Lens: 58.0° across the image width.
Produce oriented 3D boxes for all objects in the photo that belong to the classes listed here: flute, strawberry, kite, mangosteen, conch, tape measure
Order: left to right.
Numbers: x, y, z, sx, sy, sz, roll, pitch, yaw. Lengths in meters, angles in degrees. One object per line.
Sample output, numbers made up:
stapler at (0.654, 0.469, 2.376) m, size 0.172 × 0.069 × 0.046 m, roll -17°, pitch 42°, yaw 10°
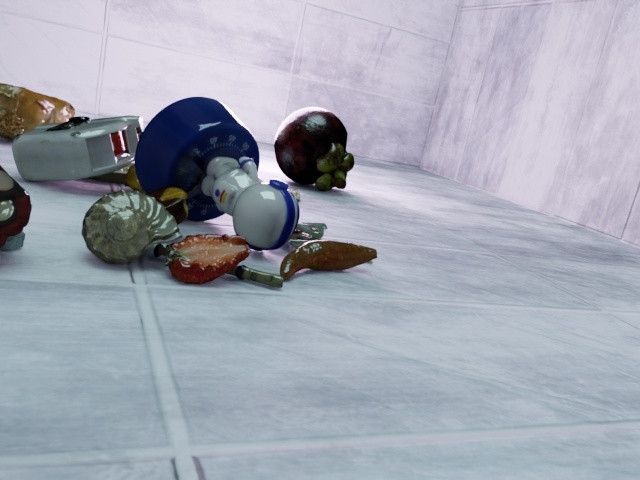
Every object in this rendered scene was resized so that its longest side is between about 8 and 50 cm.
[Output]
tape measure at (-0.577, -0.229, 1.397) m, size 0.258 × 0.130 × 0.265 m, roll -3°, pitch 19°, yaw 2°
conch at (-0.315, -0.015, 0.975) m, size 0.155 × 0.130 × 0.207 m, roll 21°, pitch -12°, yaw -14°
strawberry at (-0.186, 0.029, 0.954) m, size 0.152 × 0.048 × 0.104 m, roll -5°, pitch 38°, yaw -32°
flute at (-0.174, 0.044, 0.990) m, size 0.233 × 0.027 × 0.027 m, roll 14°, pitch 14°, yaw 8°
mangosteen at (-0.023, -0.330, 2.097) m, size 0.311 × 0.311 × 0.311 m, roll 11°, pitch 14°, yaw -3°
kite at (0.000, 0.001, 1.272) m, size 0.250 × 0.012 × 0.229 m, roll 22°, pitch 24°, yaw 2°

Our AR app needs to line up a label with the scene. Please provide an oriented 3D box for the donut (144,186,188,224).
donut at (-0.323, -0.058, 1.124) m, size 0.140 × 0.059 × 0.140 m, roll -8°, pitch 23°, yaw 3°

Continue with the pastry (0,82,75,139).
pastry at (-0.923, -0.385, 1.776) m, size 0.255 × 0.162 × 0.311 m, roll 10°, pitch 4°, yaw 26°

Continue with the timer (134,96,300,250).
timer at (-0.188, -0.111, 1.226) m, size 0.270 × 0.270 × 0.383 m, roll -4°, pitch 35°, yaw -48°

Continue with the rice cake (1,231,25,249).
rice cake at (-0.564, -0.029, 0.931) m, size 0.210 × 0.034 × 0.043 m, roll 18°, pitch 14°, yaw 22°

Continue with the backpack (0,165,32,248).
backpack at (-0.541, -0.046, 0.806) m, size 0.229 × 0.139 × 0.229 m, roll 13°, pitch 40°, yaw -11°

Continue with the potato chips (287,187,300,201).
potato chips at (-0.126, -0.144, 1.785) m, size 0.142 × 0.026 × 0.209 m, roll 11°, pitch 16°, yaw -18°

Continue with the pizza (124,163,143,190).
pizza at (-0.370, -0.158, 1.471) m, size 0.226 × 0.086 × 0.335 m, roll 6°, pitch 10°, yaw 0°

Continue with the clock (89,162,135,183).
clock at (-0.582, -0.199, 1.600) m, size 0.234 × 0.029 × 0.235 m, roll 11°, pitch 14°, yaw -3°

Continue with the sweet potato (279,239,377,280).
sweet potato at (0.004, 0.034, 1.124) m, size 0.255 × 0.058 × 0.078 m, roll -7°, pitch 44°, yaw -43°
